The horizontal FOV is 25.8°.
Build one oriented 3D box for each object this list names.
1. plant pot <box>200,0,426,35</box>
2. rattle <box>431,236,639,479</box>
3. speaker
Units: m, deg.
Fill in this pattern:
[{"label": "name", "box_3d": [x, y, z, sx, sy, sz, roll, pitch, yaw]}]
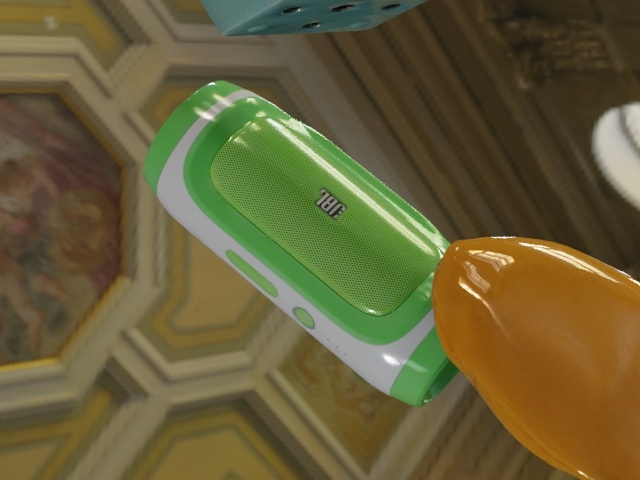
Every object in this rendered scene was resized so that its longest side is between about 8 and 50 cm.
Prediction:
[{"label": "plant pot", "box_3d": [-0.007, -0.239, 0.768, 0.165, 0.165, 0.234, -9, -94, -33]}, {"label": "rattle", "box_3d": [0.096, 0.104, 0.385, 0.130, 0.142, 0.200, -66, -23, -19]}, {"label": "speaker", "box_3d": [0.000, 0.000, 1.129, 0.131, 0.296, 0.131, -47, -15, -16]}]
